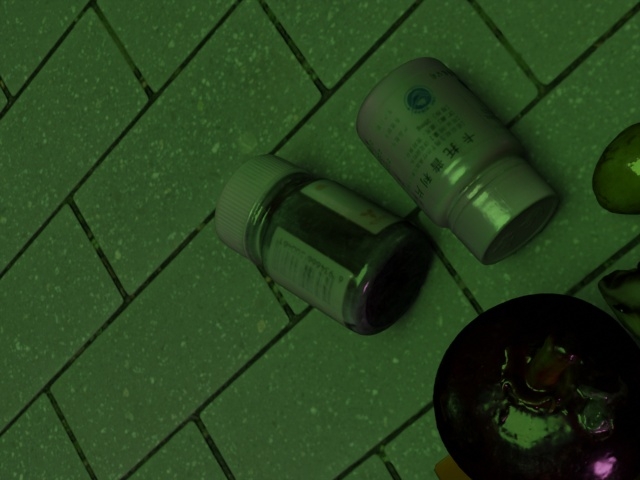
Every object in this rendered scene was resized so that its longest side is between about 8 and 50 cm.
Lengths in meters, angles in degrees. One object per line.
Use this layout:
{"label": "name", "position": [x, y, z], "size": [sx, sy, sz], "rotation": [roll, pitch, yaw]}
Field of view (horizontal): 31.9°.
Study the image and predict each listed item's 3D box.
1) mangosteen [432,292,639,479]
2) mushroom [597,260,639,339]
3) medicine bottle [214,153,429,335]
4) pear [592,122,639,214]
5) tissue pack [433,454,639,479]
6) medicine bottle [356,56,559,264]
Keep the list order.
{"label": "mangosteen", "position": [0.232, 0.158, 1.157], "size": [0.236, 0.261, 0.235], "rotation": [-4, 64, 9]}
{"label": "mushroom", "position": [0.437, 0.073, 1.177], "size": [0.217, 0.212, 0.292], "rotation": [-35, 32, -2]}
{"label": "medicine bottle", "position": [0.000, 0.000, 1.530], "size": [0.273, 0.165, 0.165], "rotation": [32, 107, 31]}
{"label": "pear", "position": [0.378, -0.085, 1.311], "size": [0.131, 0.107, 0.107], "rotation": [-38, 70, 44]}
{"label": "tissue pack", "position": [0.302, 0.332, 1.344], "size": [0.194, 0.145, 0.274], "rotation": [-41, 68, 25]}
{"label": "medicine bottle", "position": [0.173, -0.101, 1.420], "size": [0.254, 0.152, 0.152], "rotation": [50, 116, 24]}
